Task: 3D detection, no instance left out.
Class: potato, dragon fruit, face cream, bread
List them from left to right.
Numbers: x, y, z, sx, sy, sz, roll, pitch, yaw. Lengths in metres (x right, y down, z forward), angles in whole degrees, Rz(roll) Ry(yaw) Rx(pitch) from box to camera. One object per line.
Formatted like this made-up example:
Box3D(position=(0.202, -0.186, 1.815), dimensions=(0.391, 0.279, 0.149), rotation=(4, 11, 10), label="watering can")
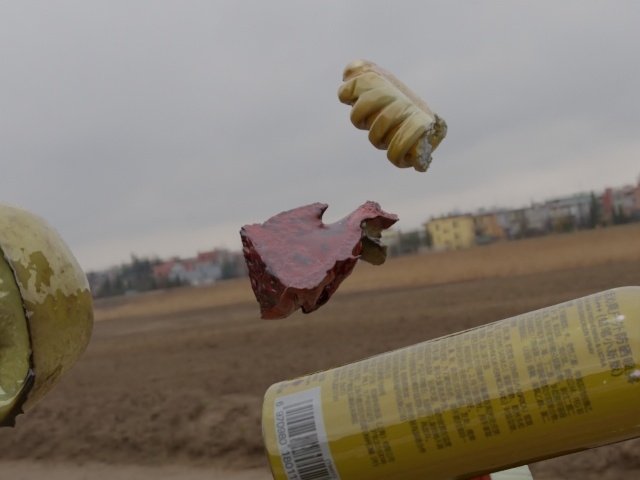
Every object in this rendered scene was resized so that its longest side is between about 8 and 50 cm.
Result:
Box3D(position=(-0.390, 0.076, 1.384), dimensions=(0.242, 0.285, 0.242), rotation=(-28, -1, 0), label="potato")
Box3D(position=(0.001, 0.016, 1.266), dimensions=(0.122, 0.092, 0.192), rotation=(35, 52, 30), label="dragon fruit")
Box3D(position=(0.094, -0.165, 1.468), dimensions=(0.084, 0.177, 0.119), rotation=(-48, -16, 20), label="bread")
Box3D(position=(0.136, 0.107, 0.788), dimensions=(0.348, 0.105, 0.105), rotation=(-18, -3, 15), label="face cream")

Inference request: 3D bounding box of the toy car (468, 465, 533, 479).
Box3D(position=(0.165, 0.305, 1.043), dimensions=(0.145, 0.235, 0.235), rotation=(6, -4, -11), label="toy car")
